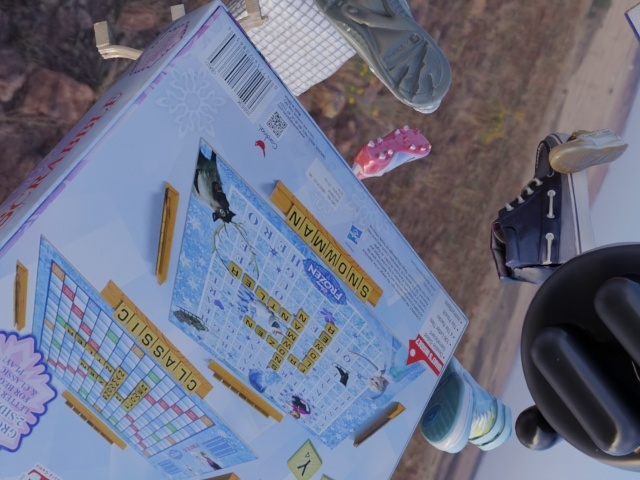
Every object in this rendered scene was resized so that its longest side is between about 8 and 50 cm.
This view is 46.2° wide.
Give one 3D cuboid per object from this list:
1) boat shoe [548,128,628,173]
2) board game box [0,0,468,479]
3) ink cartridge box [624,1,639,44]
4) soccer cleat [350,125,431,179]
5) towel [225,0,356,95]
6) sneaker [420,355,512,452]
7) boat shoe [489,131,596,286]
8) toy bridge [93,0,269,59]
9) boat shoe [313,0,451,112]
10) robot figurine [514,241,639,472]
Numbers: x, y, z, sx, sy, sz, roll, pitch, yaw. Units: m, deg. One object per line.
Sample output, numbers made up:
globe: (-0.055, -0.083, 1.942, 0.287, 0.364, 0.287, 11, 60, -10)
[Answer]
boat shoe: (0.445, -0.157, 1.274, 0.170, 0.059, 0.063, -10, 146, -30)
board game box: (-0.066, 0.077, 0.473, 0.318, 0.066, 0.318, 50, 58, -28)
ink cartridge box: (0.663, -0.309, 1.117, 0.072, 0.303, 0.307, -13, 165, -38)
soccer cleat: (0.153, -0.189, 1.646, 0.248, 0.083, 0.095, -23, 162, -50)
towel: (-0.075, -0.409, 1.483, 0.235, 0.284, 0.121, 28, 53, -32)
sneaker: (0.312, 0.367, 1.511, 0.127, 0.208, 0.319, -46, -175, 18)
boat shoe: (0.384, -0.065, 1.339, 0.127, 0.158, 0.340, 95, -1, -52)
toy bridge: (-0.148, -0.223, 0.815, 0.026, 0.188, 0.063, 75, 4, -75)
boat shoe: (0.075, -0.323, 1.085, 0.118, 0.320, 0.103, -37, 175, 3)
robot figurine: (0.269, 0.088, 0.604, 0.278, 0.209, 0.173, 2, 88, -57)
